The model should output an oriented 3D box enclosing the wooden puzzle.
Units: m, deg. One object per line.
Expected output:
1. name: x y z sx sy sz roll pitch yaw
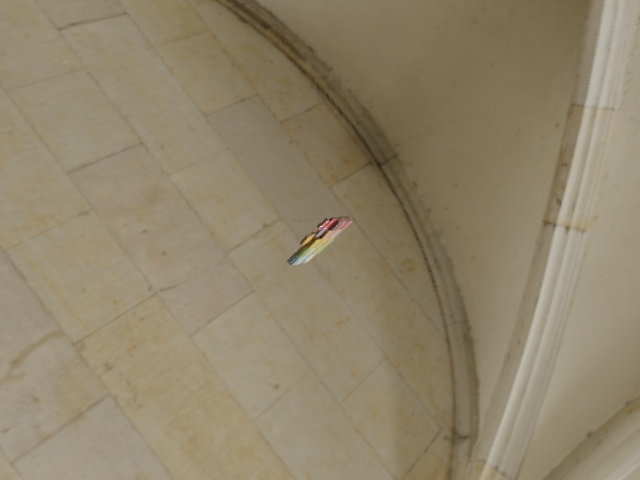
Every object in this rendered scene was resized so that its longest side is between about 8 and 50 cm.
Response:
1. wooden puzzle: 0.000 0.000 0.609 0.049 0.083 0.006 -44 -100 15
